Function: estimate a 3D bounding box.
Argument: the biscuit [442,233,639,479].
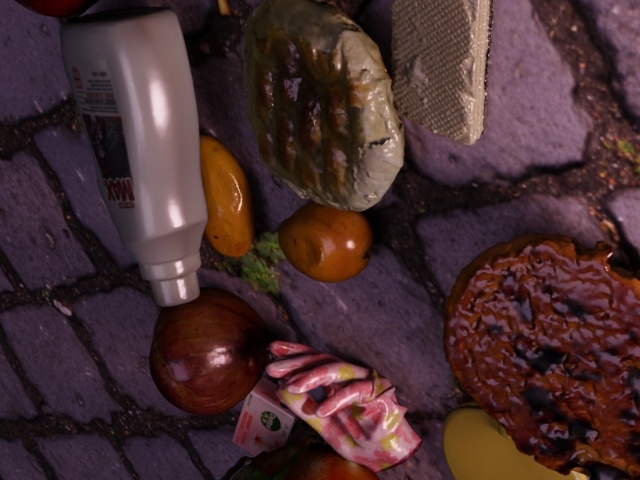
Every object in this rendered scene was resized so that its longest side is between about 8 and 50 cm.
[{"bbox_3d":[0.298,0.134,1.505,0.289,0.081,0.334,-32,99,38],"label":"biscuit"}]

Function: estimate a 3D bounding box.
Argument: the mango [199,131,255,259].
[{"bbox_3d":[-0.135,-0.060,1.840,0.098,0.075,0.190,10,120,40],"label":"mango"}]

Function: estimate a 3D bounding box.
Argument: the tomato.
[{"bbox_3d":[-0.028,0.447,1.945,0.303,0.303,0.239,-9,122,50],"label":"tomato"}]

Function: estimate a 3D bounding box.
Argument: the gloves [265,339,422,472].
[{"bbox_3d":[0.028,0.219,1.863,0.241,0.126,0.145,52,168,-4],"label":"gloves"}]

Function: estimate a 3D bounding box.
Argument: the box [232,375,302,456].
[{"bbox_3d":[-0.080,0.284,2.065,0.089,0.043,0.125,29,129,15],"label":"box"}]

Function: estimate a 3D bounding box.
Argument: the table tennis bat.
[{"bbox_3d":[0.250,0.255,1.715,0.224,0.054,0.369,22,138,31],"label":"table tennis bat"}]

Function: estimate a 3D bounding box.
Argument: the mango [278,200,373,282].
[{"bbox_3d":[0.005,0.005,1.731,0.115,0.089,0.165,54,146,-1],"label":"mango"}]

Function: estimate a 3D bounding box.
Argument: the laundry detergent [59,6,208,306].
[{"bbox_3d":[-0.242,-0.110,1.801,0.264,0.124,0.398,13,118,56],"label":"laundry detergent"}]

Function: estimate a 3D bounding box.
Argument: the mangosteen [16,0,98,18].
[{"bbox_3d":[-0.348,-0.376,1.734,0.200,0.200,0.200,28,137,29],"label":"mangosteen"}]

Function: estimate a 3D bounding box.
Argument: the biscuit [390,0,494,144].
[{"bbox_3d":[0.130,-0.208,1.461,0.121,0.040,0.199,29,139,32],"label":"biscuit"}]

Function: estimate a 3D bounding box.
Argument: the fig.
[{"bbox_3d":[-0.156,0.163,1.969,0.205,0.205,0.205,28,137,29],"label":"fig"}]

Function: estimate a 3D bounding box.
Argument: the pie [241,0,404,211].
[{"bbox_3d":[-0.007,-0.164,1.593,0.306,0.071,0.306,34,140,35],"label":"pie"}]
